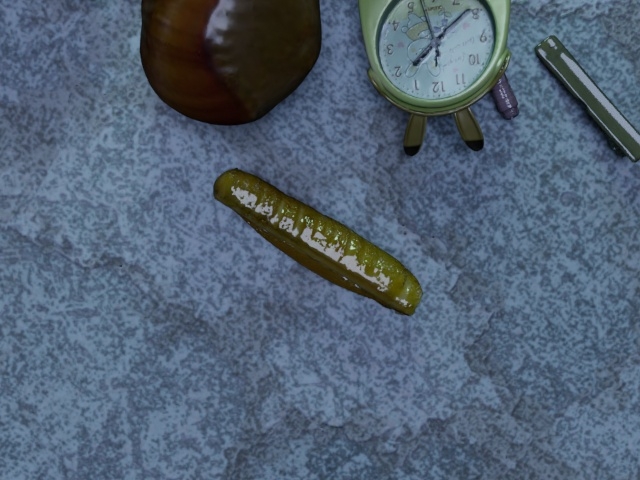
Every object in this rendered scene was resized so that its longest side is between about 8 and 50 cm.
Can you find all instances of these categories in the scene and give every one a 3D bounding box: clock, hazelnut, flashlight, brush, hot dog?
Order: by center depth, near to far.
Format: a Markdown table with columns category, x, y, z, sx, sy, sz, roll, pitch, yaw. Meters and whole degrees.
| category | x | y | z | sx | sy | sz | roll | pitch | yaw |
| --- | --- | --- | --- | --- | --- | --- | --- | --- | --- |
| hazelnut | -0.097 | -0.235 | 0.627 | 0.186 | 0.210 | 0.209 | 3 | 95 | -26 |
| clock | 0.135 | -0.218 | 0.663 | 0.170 | 0.069 | 0.231 | -3 | 95 | 14 |
| hot dog | 0.000 | 0.000 | 0.693 | 0.289 | 0.083 | 0.068 | 33 | 74 | -4 |
| flashlight | 0.217 | -0.203 | 0.702 | 0.052 | 0.031 | 0.110 | -23 | 100 | 25 |
| brush | 0.339 | -0.176 | 0.711 | 0.034 | 0.027 | 0.190 | -40 | 87 | -2 |
